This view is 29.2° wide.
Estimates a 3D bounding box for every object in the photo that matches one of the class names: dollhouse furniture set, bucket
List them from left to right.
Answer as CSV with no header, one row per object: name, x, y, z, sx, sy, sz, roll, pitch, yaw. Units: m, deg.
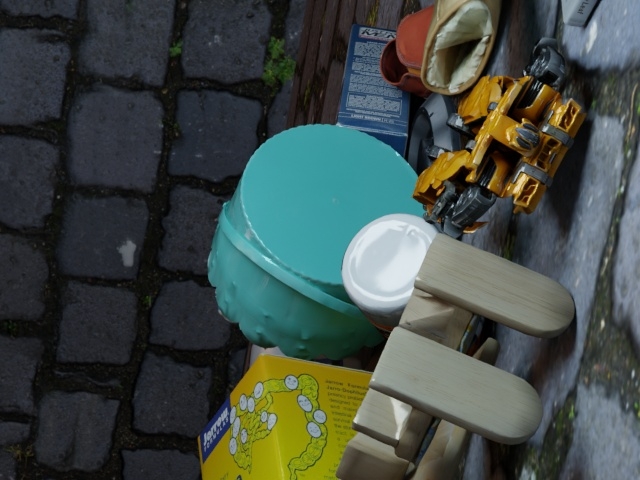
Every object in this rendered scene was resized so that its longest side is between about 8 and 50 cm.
bucket,0.000,0.000,1.568,0.183,0.281,0.281,110,165,-55
dollhouse furniture set,0.125,0.275,1.122,0.362,0.257,0.394,107,-171,-45

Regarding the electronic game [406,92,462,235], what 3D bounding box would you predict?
electronic game,0.151,-0.080,1.604,0.229,0.048,0.229,-179,90,-83

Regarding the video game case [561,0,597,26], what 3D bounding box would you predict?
video game case,0.265,-0.342,1.153,0.193,0.023,0.212,110,167,-56

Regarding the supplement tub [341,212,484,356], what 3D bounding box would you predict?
supplement tub,0.107,0.062,1.321,0.190,0.117,0.117,49,-143,-53

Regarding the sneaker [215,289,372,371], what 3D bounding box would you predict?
sneaker,-0.031,0.104,1.796,0.323,0.236,0.130,62,-129,-73

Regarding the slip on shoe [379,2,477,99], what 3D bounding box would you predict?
slip on shoe,0.150,-0.254,1.597,0.331,0.101,0.123,158,121,-79

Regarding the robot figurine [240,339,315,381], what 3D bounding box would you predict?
robot figurine,-0.048,0.239,2.234,0.173,0.209,0.278,47,-131,-84

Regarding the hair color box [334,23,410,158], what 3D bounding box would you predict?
hair color box,0.074,-0.173,1.844,0.347,0.105,0.173,-80,-1,-57

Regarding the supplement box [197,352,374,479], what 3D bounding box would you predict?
supplement box,-0.004,0.340,1.440,0.194,0.195,0.356,-54,34,37

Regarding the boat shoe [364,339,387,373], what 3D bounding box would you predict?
boat shoe,0.075,0.242,1.655,0.116,0.097,0.324,123,153,-73

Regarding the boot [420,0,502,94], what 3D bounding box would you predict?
boot,0.181,-0.323,1.315,0.236,0.089,0.269,103,-179,-46

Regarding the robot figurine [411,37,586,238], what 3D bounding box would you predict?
robot figurine,0.175,-0.092,1.223,0.211,0.085,0.291,-61,8,-1
